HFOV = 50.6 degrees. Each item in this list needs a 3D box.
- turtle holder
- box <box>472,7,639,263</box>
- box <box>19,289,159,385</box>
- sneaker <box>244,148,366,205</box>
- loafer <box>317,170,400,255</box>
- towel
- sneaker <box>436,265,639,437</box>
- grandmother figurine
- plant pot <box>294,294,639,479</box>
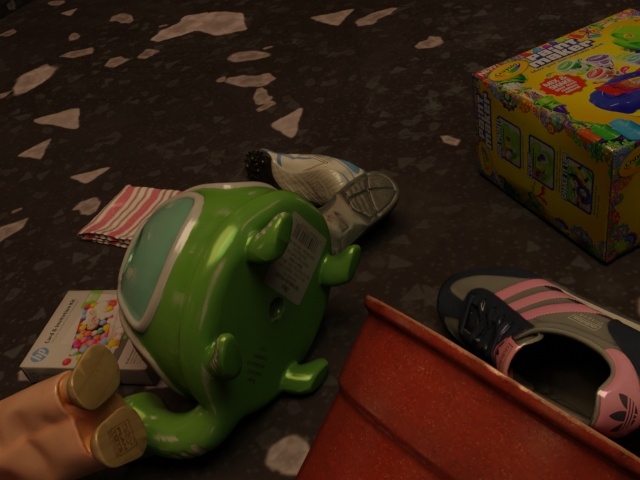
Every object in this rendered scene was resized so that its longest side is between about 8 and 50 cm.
[{"bbox_3d":[-0.118,0.086,0.796,0.228,0.320,0.243,16,16,32],"label":"turtle holder"},{"bbox_3d":[0.414,-0.160,0.942,0.290,0.177,0.279,-25,39,-13],"label":"box"},{"bbox_3d":[-0.288,0.128,0.923,0.186,0.038,0.145,-3,40,16],"label":"box"},{"bbox_3d":[-0.029,-0.103,1.100,0.237,0.085,0.086,16,22,37],"label":"sneaker"},{"bbox_3d":[0.000,0.000,0.973,0.268,0.084,0.096,-32,73,-15],"label":"loafer"},{"bbox_3d":[-0.295,-0.044,1.140,0.197,0.029,0.144,8,43,25],"label":"towel"},{"bbox_3d":[0.204,0.097,0.683,0.131,0.112,0.319,-1,11,-32],"label":"sneaker"},{"bbox_3d":[-0.349,0.233,0.717,0.343,0.207,0.104,-21,-7,19],"label":"grandmother figurine"},{"bbox_3d":[0.081,0.223,0.484,0.272,0.272,0.265,29,86,41],"label":"plant pot"}]
